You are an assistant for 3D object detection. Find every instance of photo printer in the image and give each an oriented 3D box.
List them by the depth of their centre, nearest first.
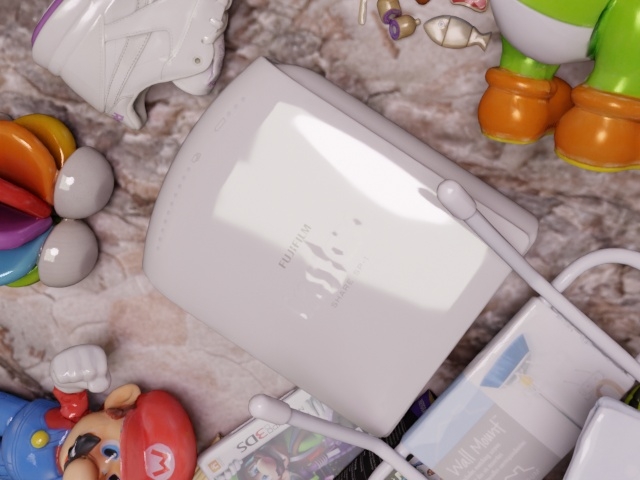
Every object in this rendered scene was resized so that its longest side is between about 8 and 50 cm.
[{"bbox_3d":[0.000,0.000,0.638,0.307,0.107,0.256,34,106,1],"label":"photo printer"}]

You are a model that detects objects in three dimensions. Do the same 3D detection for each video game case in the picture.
[{"bbox_3d":[-0.006,0.256,0.725,0.173,0.022,0.190,-35,95,5],"label":"video game case"}]

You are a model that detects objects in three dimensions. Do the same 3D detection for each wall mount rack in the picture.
[{"bbox_3d":[0.131,0.126,0.545,0.304,0.130,0.350,40,97,-5],"label":"wall mount rack"}]

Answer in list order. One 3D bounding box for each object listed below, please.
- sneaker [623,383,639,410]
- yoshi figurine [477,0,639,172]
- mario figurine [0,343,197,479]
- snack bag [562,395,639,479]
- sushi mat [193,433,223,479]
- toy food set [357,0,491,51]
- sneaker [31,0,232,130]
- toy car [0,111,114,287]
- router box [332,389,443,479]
[{"bbox_3d":[0.325,0.272,0.601,0.123,0.109,0.296,15,80,-13],"label":"sneaker"},{"bbox_3d":[0.227,-0.247,0.497,0.203,0.203,0.363,5,116,9],"label":"yoshi figurine"},{"bbox_3d":[-0.279,0.216,0.701,0.320,0.170,0.198,-3,137,19],"label":"mario figurine"},{"bbox_3d":[0.271,0.306,0.507,0.322,0.037,0.343,19,94,-5],"label":"snack bag"},{"bbox_3d":[-0.150,0.379,0.763,0.151,0.019,0.317,38,95,-5],"label":"sushi mat"},{"bbox_3d":[0.096,-0.216,0.617,0.122,0.019,0.078,9,104,8],"label":"toy food set"},{"bbox_3d":[-0.115,-0.228,0.622,0.305,0.114,0.152,-39,107,20],"label":"sneaker"},{"bbox_3d":[-0.303,-0.033,0.670,0.159,0.136,0.182,20,105,5],"label":"toy car"},{"bbox_3d":[0.131,0.343,0.680,0.243,0.081,0.309,-44,94,4],"label":"router box"}]
